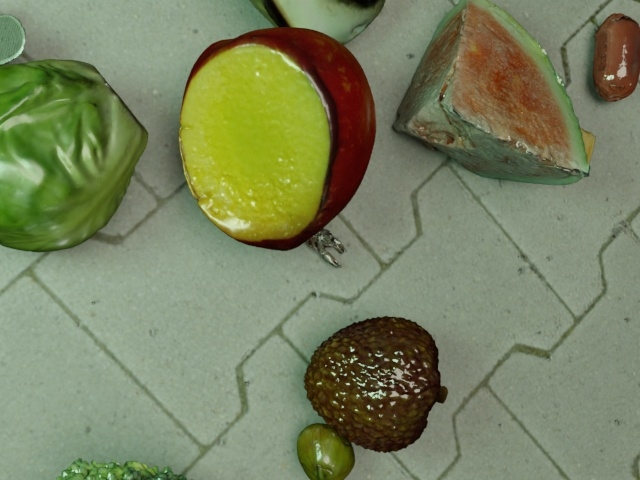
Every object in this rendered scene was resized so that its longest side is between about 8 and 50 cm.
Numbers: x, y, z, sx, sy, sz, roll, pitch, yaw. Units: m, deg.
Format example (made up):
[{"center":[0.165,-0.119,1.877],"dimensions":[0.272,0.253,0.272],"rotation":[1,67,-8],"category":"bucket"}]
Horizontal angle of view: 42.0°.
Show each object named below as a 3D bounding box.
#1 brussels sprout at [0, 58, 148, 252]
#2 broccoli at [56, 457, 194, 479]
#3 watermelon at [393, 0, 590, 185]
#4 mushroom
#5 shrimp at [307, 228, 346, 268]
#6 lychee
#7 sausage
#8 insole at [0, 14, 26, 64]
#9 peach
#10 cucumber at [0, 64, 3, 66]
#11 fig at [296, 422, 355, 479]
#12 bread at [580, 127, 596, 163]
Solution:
[{"center":[-0.334,-0.105,0.988],"dimensions":[0.243,0.244,0.244],"rotation":[1,87,-18],"category":"brussels sprout"},{"center":[-0.242,0.409,0.991],"dimensions":[0.249,0.301,0.376],"rotation":[-19,122,-39],"category":"broccoli"},{"center":[0.237,-0.198,1.181],"dimensions":[0.231,0.193,0.310],"rotation":[-27,95,-19],"category":"watermelon"},{"center":[-0.040,-0.390,1.119],"dimensions":[0.190,0.164,0.267],"rotation":[-52,140,10],"category":"mushroom"},{"center":[0.004,-0.001,1.182],"dimensions":[0.092,0.029,0.038],"rotation":[47,66,-16],"category":"shrimp"},{"center":[0.080,0.191,1.121],"dimensions":[0.194,0.194,0.195],"rotation":[1,87,-18],"category":"lychee"},{"center":[0.474,-0.291,1.329],"dimensions":[0.076,0.076,0.141],"rotation":[11,84,-17],"category":"sausage"},{"center":[-0.455,-0.214,0.992],"dimensions":[0.231,0.003,0.080],"rotation":[-13,85,10],"category":"insole"},{"center":[-0.043,-0.126,1.063],"dimensions":[0.245,0.248,0.275],"rotation":[-5,101,-40],"category":"peach"},{"center":[-0.440,-0.234,1.023],"dimensions":[0.116,0.062,0.115],"rotation":[-8,89,9],"category":"cucumber"},{"center":[0.006,0.300,1.130],"dimensions":[0.081,0.098,0.084],"rotation":[6,122,4],"category":"fig"},{"center":[0.396,-0.150,1.315],"dimensions":[0.083,0.035,0.070],"rotation":[16,83,-23],"category":"bread"}]
